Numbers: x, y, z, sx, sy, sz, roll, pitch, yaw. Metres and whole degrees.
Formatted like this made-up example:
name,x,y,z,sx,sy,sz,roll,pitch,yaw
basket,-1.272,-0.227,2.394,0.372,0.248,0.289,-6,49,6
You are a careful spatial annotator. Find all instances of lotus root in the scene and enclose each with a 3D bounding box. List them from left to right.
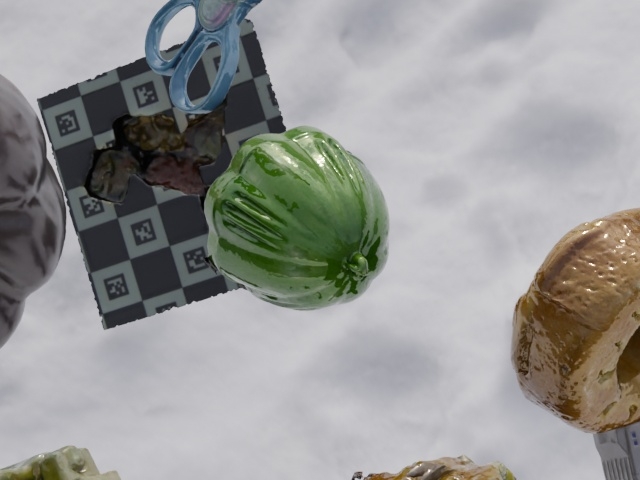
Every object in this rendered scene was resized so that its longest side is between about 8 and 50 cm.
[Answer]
name,x,y,z,sx,sy,sz,roll,pitch,yaw
lotus root,0.000,0.000,1.256,0.186,0.186,0.186,-8,58,12

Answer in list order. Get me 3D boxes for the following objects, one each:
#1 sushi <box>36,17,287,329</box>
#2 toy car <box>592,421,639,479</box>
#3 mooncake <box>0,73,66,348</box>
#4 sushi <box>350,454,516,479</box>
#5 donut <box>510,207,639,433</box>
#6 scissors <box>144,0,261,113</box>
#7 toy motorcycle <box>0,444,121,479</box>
name,x,y,z,sx,sy,sz,roll,pitch,yaw
sushi,-0.195,-0.089,1.900,0.343,0.064,0.359,-19,85,12
toy car,0.366,0.279,1.415,0.108,0.089,0.209,-8,80,-25
mooncake,-0.361,-0.026,1.114,0.306,0.306,0.154,-28,35,-1
sushi,0.115,0.258,1.055,0.179,0.296,0.166,-8,51,-10
donut,0.283,0.080,1.285,0.226,0.226,0.114,-41,47,-10
scissors,-0.072,-0.235,1.202,0.256,0.030,0.125,-51,53,25
toy motorcycle,-0.289,0.274,0.962,0.410,0.237,0.168,-31,75,33
